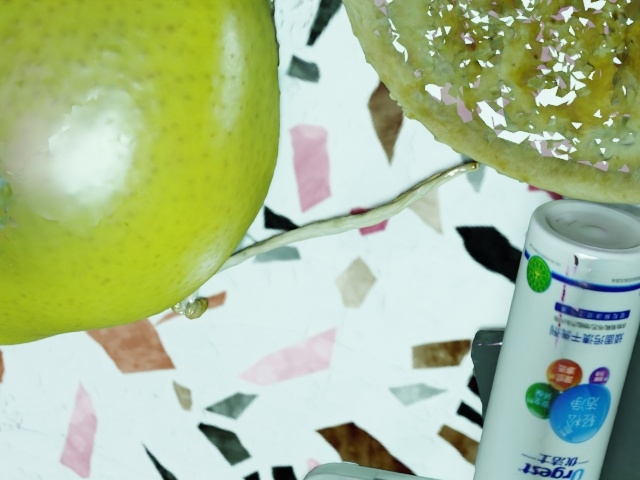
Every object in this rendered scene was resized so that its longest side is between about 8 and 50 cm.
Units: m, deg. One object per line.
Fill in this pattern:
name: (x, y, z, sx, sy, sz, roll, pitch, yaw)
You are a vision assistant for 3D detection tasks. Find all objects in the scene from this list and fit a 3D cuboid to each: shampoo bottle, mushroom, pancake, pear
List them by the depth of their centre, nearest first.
pancake: (0.170, -0.205, 1.185, 0.382, 0.071, 0.382, 8, 116, 17)
shampoo bottle: (0.162, 0.124, 1.295, 0.092, 0.092, 0.303, 17, 115, 13)
pear: (-0.219, -0.071, 1.320, 0.340, 0.191, 0.386, 34, 120, 4)
mushroom: (-0.004, -0.004, 1.371, 0.286, 0.026, 0.028, -28, 117, 27)

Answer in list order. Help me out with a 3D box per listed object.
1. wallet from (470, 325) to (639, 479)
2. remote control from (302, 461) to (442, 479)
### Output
wallet: (0.250, 0.123, 1.329, 0.285, 0.030, 0.146, -5, 112, 23)
remote control: (0.096, 0.225, 1.437, 0.245, 0.022, 0.077, 8, 113, 18)
